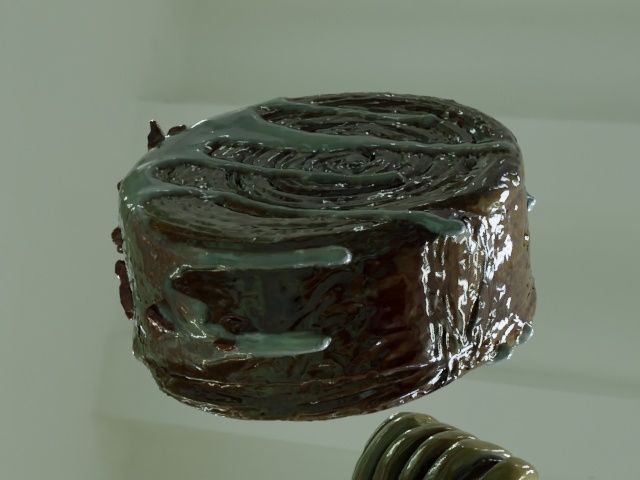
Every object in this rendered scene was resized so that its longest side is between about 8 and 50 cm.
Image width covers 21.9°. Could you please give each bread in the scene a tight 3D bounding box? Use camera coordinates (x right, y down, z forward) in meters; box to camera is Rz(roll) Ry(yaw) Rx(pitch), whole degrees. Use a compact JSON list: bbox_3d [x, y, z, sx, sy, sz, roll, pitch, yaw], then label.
[{"bbox_3d":[0.088,0.213,1.351,0.225,0.081,0.134,10,-104,64],"label":"bread"},{"bbox_3d":[0.000,0.000,0.613,0.160,0.160,0.073,7,-59,24],"label":"bread"}]
